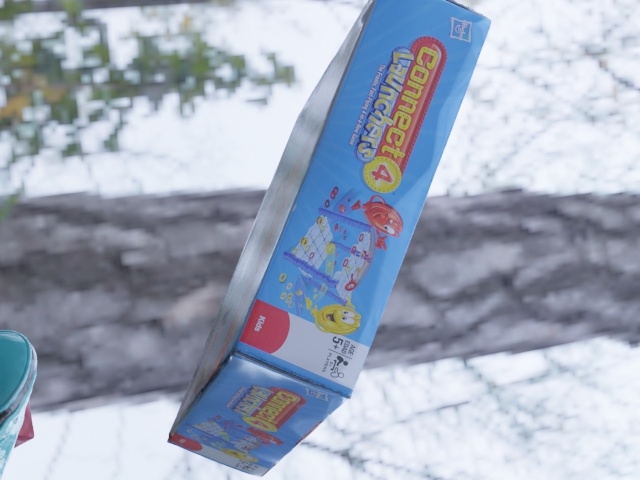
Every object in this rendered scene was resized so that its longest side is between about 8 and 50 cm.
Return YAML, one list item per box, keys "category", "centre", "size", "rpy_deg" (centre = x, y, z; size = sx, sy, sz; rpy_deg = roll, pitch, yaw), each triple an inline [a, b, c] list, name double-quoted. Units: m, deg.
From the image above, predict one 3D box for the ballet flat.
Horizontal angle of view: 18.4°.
- category: "ballet flat"
  centre: [-0.301, 0.178, 1.691]
  size: [0.247, 0.083, 0.087]
  rpy_deg: [-76, 169, -56]

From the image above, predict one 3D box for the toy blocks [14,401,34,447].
- category: "toy blocks"
  centre: [-0.456, 0.227, 1.917]
  size: [0.261, 0.381, 0.190]
  rpy_deg: [30, -30, 11]

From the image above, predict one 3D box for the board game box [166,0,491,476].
- category: "board game box"
  centre: [0.000, 0.000, 1.480]
  size: [0.302, 0.086, 0.308]
  rpy_deg: [129, -16, -69]
